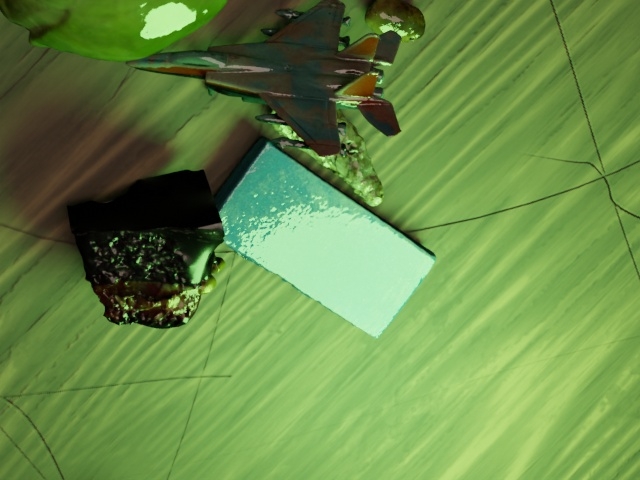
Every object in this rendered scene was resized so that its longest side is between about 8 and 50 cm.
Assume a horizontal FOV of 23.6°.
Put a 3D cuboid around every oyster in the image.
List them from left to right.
[{"bbox_3d":[0.020,-0.127,1.930,0.200,0.061,0.106,27,99,-30],"label":"oyster"}]

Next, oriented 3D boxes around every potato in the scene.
[{"bbox_3d":[0.094,-0.273,1.908,0.083,0.040,0.051,13,101,-28],"label":"potato"}]

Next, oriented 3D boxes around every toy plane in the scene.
[{"bbox_3d":[-0.066,-0.196,1.831,0.326,0.222,0.104,1,155,3],"label":"toy plane"}]

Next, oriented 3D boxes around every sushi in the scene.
[{"bbox_3d":[-0.202,0.026,1.856,0.172,0.153,0.150,-13,121,-7],"label":"sushi"}]

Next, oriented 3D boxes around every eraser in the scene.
[{"bbox_3d":[0.000,0.000,1.988,0.312,0.042,0.144,33,96,-31],"label":"eraser"}]

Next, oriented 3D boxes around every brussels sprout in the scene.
[{"bbox_3d":[-0.229,-0.348,1.620,0.328,0.247,0.328,7,79,-41],"label":"brussels sprout"}]
